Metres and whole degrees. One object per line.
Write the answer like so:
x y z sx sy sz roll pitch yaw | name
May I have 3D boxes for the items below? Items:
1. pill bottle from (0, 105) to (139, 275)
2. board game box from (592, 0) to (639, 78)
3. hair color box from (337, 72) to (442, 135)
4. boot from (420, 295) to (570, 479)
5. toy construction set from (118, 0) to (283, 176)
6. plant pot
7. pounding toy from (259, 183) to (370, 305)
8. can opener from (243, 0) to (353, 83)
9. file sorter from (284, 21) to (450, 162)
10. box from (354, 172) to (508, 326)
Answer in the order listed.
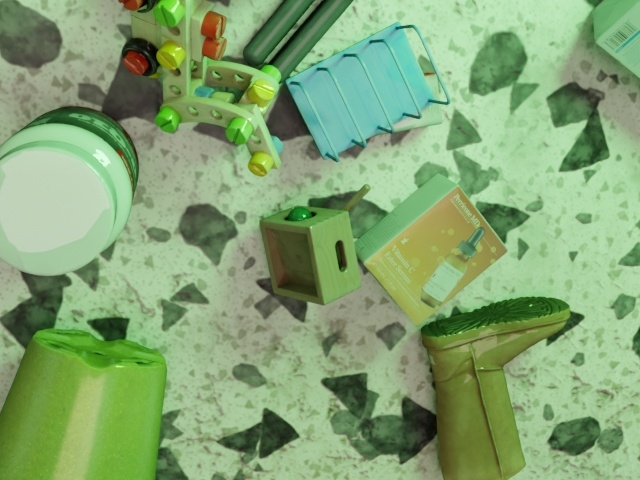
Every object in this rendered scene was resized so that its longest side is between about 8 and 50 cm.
-0.299 -0.064 0.958 0.161 0.283 0.161 -3 106 -10 | pill bottle
0.558 -0.278 1.099 0.303 0.097 0.224 33 132 -17 | board game box
0.091 -0.184 1.122 0.141 0.043 0.072 -11 106 -8 | hair color box
0.280 0.233 1.253 0.236 0.089 0.269 -13 107 4 | boot
-0.119 -0.238 0.958 0.215 0.151 0.328 23 133 6 | toy construction set
-0.317 0.259 1.074 0.276 0.276 0.254 15 91 -14 | plant pot
0.000 0.000 1.110 0.100 0.130 0.141 -23 111 -37 | pounding toy
0.014 -0.323 1.042 0.076 0.095 0.283 40 95 -17 | can opener
0.061 -0.188 1.038 0.170 0.104 0.118 -28 105 -2 | file sorter
0.152 0.012 1.161 0.170 0.091 0.130 -40 108 3 | box
